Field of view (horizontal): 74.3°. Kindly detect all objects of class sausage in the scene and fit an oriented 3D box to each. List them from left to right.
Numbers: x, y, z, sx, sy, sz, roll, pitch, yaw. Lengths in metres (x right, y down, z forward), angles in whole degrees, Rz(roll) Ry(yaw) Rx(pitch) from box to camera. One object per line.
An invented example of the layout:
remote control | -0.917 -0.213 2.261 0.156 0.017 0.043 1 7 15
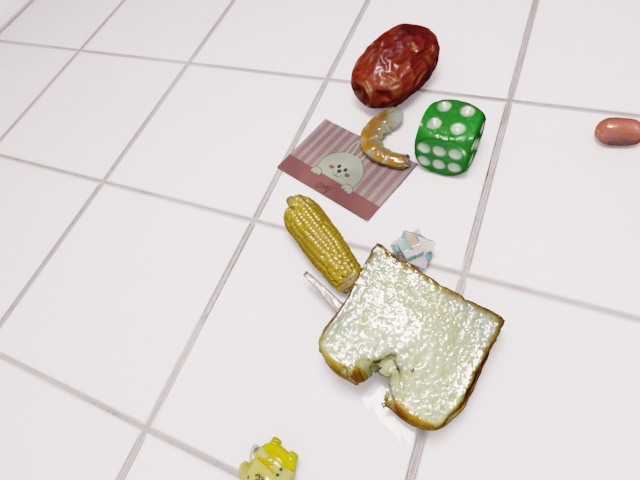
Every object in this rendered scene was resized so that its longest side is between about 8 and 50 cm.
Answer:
sausage | 0.653 -0.236 0.923 0.094 0.059 0.054 7 76 11

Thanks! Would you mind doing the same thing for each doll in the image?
doll | -0.105 0.422 0.717 0.106 0.062 0.162 26 71 29

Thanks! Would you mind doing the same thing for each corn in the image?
corn | 0.000 0.000 0.915 0.097 0.097 0.262 -33 66 -7

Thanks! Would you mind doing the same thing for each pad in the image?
pad | 0.061 -0.188 1.058 0.299 0.005 0.202 34 73 27

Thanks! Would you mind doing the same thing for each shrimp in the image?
shrimp | 0.183 -0.253 1.041 0.161 0.049 0.166 -40 61 -13

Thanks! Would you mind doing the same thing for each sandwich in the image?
sandwich | 0.155 0.176 0.759 0.273 0.095 0.249 31 73 16

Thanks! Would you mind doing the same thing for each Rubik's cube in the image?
Rubik's cube | 0.195 0.016 0.874 0.075 0.073 0.084 -40 58 -10

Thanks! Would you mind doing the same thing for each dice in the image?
dice | 0.291 -0.231 0.958 0.128 0.131 0.120 21 67 21

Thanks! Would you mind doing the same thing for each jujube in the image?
jujube | 0.193 -0.447 1.083 0.250 0.174 0.174 -39 60 -14

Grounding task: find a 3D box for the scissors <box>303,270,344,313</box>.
scissors | 0.041 0.138 0.846 0.110 0.021 0.212 -43 74 -10
